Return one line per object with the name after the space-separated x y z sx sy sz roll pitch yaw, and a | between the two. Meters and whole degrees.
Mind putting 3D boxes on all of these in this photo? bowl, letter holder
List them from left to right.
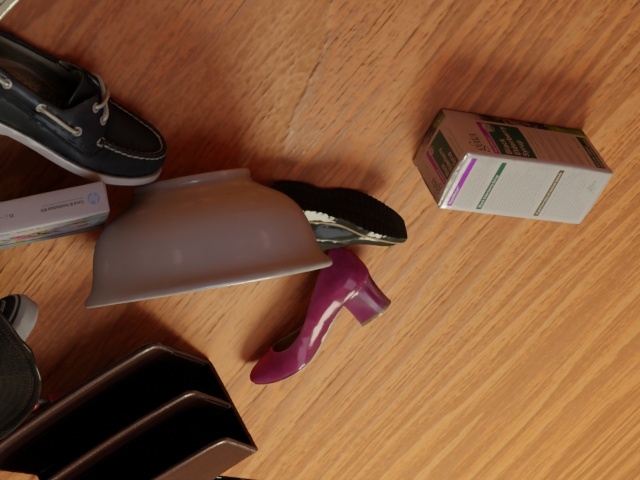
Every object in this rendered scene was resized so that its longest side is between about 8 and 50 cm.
-0.275 0.283 1.866 0.302 0.152 0.214 -34 158 8 | letter holder
-0.142 -0.009 1.666 0.298 0.298 0.134 -10 91 -17 | bowl

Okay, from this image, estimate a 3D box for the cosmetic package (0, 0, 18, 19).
-0.409 -0.245 1.364 0.296 0.129 0.153 -40 133 16 | cosmetic package

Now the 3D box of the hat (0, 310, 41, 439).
-0.494 0.175 1.591 0.331 0.134 0.331 4 126 5 | hat

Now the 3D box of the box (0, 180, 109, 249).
-0.316 -0.025 1.598 0.145 0.038 0.186 -12 176 -12 | box

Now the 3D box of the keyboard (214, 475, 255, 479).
-0.184 0.402 2.166 0.192 0.038 0.100 14 101 -33 | keyboard

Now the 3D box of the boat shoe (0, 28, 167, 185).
-0.283 -0.148 1.526 0.303 0.114 0.091 18 127 -37 | boat shoe

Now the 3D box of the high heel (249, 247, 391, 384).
-0.028 0.105 1.934 0.244 0.082 0.117 -33 106 28 | high heel

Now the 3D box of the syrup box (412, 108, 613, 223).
0.251 -0.095 1.839 0.237 0.093 0.096 7 128 -29 | syrup box

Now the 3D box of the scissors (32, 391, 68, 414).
-0.369 0.219 1.816 0.109 0.021 0.297 -40 161 22 | scissors

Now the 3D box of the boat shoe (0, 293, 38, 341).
-0.485 0.137 1.711 0.306 0.113 0.105 -27 125 21 | boat shoe

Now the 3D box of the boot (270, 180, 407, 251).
0.000 0.000 1.839 0.198 0.077 0.137 16 129 -20 | boot
